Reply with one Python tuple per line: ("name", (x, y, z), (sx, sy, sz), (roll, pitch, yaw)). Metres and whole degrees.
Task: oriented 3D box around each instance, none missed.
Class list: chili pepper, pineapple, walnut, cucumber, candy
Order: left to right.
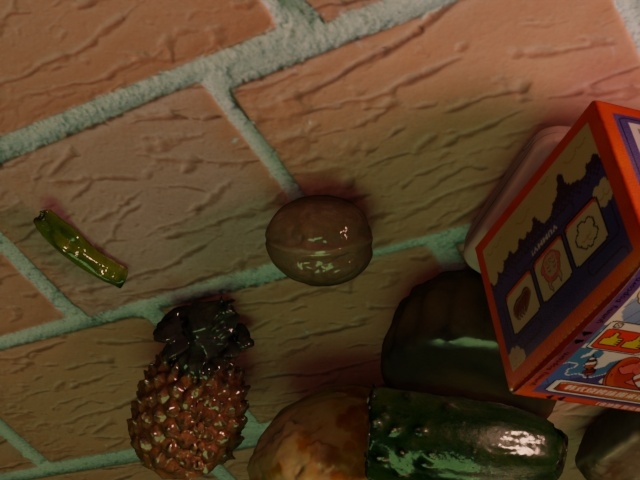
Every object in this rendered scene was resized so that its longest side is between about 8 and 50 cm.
("chili pepper", (-0.407, 0.014, 1.812), (0.052, 0.050, 0.201), (-47, 121, 1))
("pineapple", (-0.221, 0.231, 1.891), (0.222, 0.223, 0.357), (13, 118, 2))
("walnut", (-0.001, 0.000, 1.623), (0.162, 0.140, 0.140), (4, 137, 26))
("cucumber", (0.226, 0.315, 1.662), (0.325, 0.145, 0.105), (8, 148, 4))
("candy", (0.536, 0.340, 1.843), (0.102, 0.104, 0.234), (28, 136, -12))

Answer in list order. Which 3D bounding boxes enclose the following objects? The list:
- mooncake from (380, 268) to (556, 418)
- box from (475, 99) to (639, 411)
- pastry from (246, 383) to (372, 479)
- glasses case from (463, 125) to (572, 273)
("mooncake", (0.242, 0.179, 1.720), (0.290, 0.161, 0.290), (9, 138, 8))
("box", (0.441, 0.041, 1.390), (0.348, 0.257, 0.319), (10, 138, -22))
("pastry", (0.068, 0.436, 1.875), (0.312, 0.389, 0.388), (-16, 129, 28))
("glasses case", (0.303, -0.047, 1.531), (0.113, 0.075, 0.297), (20, 137, -8))
